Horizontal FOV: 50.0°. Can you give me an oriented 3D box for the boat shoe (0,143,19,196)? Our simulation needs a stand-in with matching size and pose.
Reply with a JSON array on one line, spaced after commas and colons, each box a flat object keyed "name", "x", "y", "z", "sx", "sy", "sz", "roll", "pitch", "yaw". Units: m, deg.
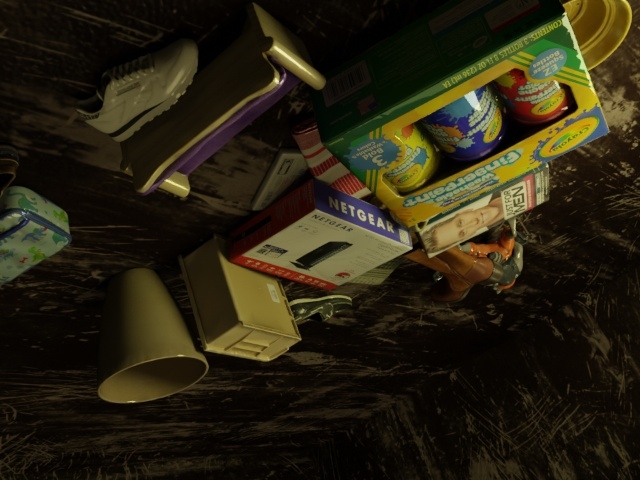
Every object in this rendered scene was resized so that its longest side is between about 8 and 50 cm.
[{"name": "boat shoe", "x": -0.603, "y": -0.096, "z": 1.219, "sx": 0.183, "sy": 0.066, "sz": 0.066, "roll": -36, "pitch": 148, "yaw": 27}]

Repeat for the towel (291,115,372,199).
[{"name": "towel", "x": 0.090, "y": -0.193, "z": 1.499, "sx": 0.237, "sy": 0.037, "sz": 0.329, "roll": -26, "pitch": 149, "yaw": 2}]

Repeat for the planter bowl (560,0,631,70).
[{"name": "planter bowl", "x": 0.475, "y": -0.416, "z": 1.329, "sx": 0.217, "sy": 0.090, "sz": 0.217, "roll": -10, "pitch": 148, "yaw": -6}]

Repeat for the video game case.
[{"name": "video game case", "x": -0.043, "y": -0.137, "z": 1.564, "sx": 0.183, "sy": 0.023, "sz": 0.201, "roll": -2, "pitch": 146, "yaw": -30}]

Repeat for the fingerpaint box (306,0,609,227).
[{"name": "fingerpaint box", "x": 0.264, "y": -0.243, "z": 1.281, "sx": 0.444, "sy": 0.163, "sz": 0.371, "roll": -26, "pitch": 146, "yaw": 20}]

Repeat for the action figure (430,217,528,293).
[{"name": "action figure", "x": 0.509, "y": 0.078, "z": 2.152, "sx": 0.341, "sy": 0.178, "sz": 0.330, "roll": -30, "pitch": 141, "yaw": 11}]

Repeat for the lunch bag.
[{"name": "lunch bag", "x": -0.622, "y": -0.008, "z": 1.344, "sx": 0.219, "sy": 0.090, "sz": 0.176, "roll": -27, "pitch": 149, "yaw": 9}]

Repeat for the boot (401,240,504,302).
[{"name": "boot", "x": 0.339, "y": 0.089, "z": 1.972, "sx": 0.280, "sy": 0.096, "sz": 0.264, "roll": 21, "pitch": 155, "yaw": -32}]

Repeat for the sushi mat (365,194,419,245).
[{"name": "sushi mat", "x": 0.191, "y": -0.041, "z": 1.809, "sx": 0.316, "sy": 0.019, "sz": 0.151, "roll": 13, "pitch": 134, "yaw": -44}]

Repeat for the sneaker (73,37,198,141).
[{"name": "sneaker", "x": -0.299, "y": -0.256, "z": 1.127, "sx": 0.235, "sy": 0.090, "sz": 0.095, "roll": -36, "pitch": 135, "yaw": 21}]

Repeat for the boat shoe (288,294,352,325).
[{"name": "boat shoe", "x": 0.001, "y": 0.225, "z": 2.175, "sx": 0.233, "sy": 0.079, "sz": 0.084, "roll": -5, "pitch": 147, "yaw": -30}]

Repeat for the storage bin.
[{"name": "storage bin", "x": -0.194, "y": 0.147, "z": 1.712, "sx": 0.123, "sy": 0.262, "sz": 0.260, "roll": -34, "pitch": 149, "yaw": 20}]

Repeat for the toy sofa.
[{"name": "toy sofa", "x": -0.174, "y": -0.211, "z": 1.183, "sx": 0.362, "sy": 0.177, "sz": 0.150, "roll": -34, "pitch": 149, "yaw": 23}]

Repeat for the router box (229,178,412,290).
[{"name": "router box", "x": 0.000, "y": 0.000, "z": 1.667, "sx": 0.335, "sy": 0.082, "sz": 0.301, "roll": 19, "pitch": 143, "yaw": -40}]

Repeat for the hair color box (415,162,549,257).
[{"name": "hair color box", "x": 0.395, "y": -0.102, "z": 1.733, "sx": 0.347, "sy": 0.105, "sz": 0.174, "roll": -26, "pitch": 148, "yaw": 5}]

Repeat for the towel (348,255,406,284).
[{"name": "towel", "x": 0.132, "y": 0.020, "z": 1.941, "sx": 0.324, "sy": 0.056, "sz": 0.312, "roll": 8, "pitch": 138, "yaw": -39}]

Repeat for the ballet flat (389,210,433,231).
[{"name": "ballet flat", "x": 0.289, "y": -0.160, "z": 1.566, "sx": 0.123, "sy": 0.123, "sz": 0.348, "roll": 8, "pitch": 127, "yaw": -42}]

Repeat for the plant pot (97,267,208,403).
[{"name": "plant pot", "x": -0.430, "y": 0.215, "z": 1.661, "sx": 0.256, "sy": 0.274, "sz": 0.256, "roll": -16, "pitch": 152, "yaw": -9}]
